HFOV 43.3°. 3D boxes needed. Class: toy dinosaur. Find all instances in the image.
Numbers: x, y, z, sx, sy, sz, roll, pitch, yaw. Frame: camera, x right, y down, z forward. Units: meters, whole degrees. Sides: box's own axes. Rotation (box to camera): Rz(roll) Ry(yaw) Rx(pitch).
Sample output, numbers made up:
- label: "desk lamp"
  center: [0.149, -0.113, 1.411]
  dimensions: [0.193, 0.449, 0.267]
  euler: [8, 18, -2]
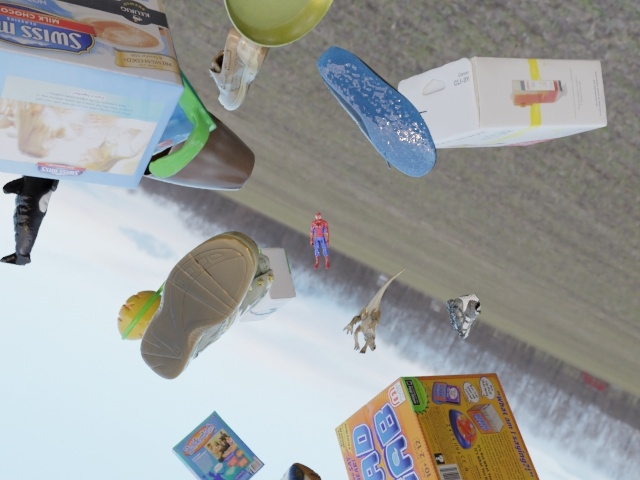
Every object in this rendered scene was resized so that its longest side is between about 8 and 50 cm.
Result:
- label: "toy dinosaur"
  center: [0.080, 0.120, 1.300]
  dimensions: [0.053, 0.183, 0.092]
  euler: [24, -139, 12]

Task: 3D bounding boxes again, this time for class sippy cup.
- label: "sippy cup"
  center: [-0.361, -0.263, 1.598]
  dimensions: [0.240, 0.224, 0.305]
  euler: [57, 179, -25]

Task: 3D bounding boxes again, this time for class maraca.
- label: "maraca"
  center: [-0.414, 0.163, 1.919]
  dimensions: [0.099, 0.185, 0.127]
  euler: [39, 142, -7]

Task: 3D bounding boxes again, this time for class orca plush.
- label: "orca plush"
  center: [-0.686, -0.088, 1.837]
  dimensions: [0.102, 0.287, 0.151]
  euler: [25, 166, -36]

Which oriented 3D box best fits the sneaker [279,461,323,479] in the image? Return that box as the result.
- label: "sneaker"
  center: [-0.055, 0.550, 1.487]
  dimensions: [0.112, 0.131, 0.296]
  euler: [38, -162, -11]

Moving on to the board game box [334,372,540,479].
- label: "board game box"
  center: [0.316, 0.606, 2.228]
  dimensions: [0.357, 0.356, 0.356]
  euler: [4, -126, -33]

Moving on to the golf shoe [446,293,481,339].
- label: "golf shoe"
  center: [0.406, 0.210, 2.226]
  dimensions: [0.077, 0.094, 0.198]
  euler: [60, 177, 29]

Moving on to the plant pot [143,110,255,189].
- label: "plant pot"
  center: [-0.282, -0.213, 1.951]
  dimensions: [0.231, 0.215, 0.215]
  euler: [22, -179, -31]

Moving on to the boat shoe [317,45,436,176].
- label: "boat shoe"
  center: [0.103, -0.216, 1.323]
  dimensions: [0.258, 0.109, 0.089]
  euler: [55, -173, 3]

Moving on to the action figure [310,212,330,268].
- label: "action figure"
  center: [0.000, 0.000, 1.587]
  dimensions: [0.038, 0.115, 0.030]
  euler: [0, -162, 13]

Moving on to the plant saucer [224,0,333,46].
- label: "plant saucer"
  center: [-0.063, -0.427, 1.270]
  dimensions: [0.037, 0.241, 0.241]
  euler: [38, -173, 36]

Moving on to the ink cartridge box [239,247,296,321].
- label: "ink cartridge box"
  center: [-0.175, 0.135, 2.402]
  dimensions: [0.093, 0.160, 0.219]
  euler: [-2, 159, -32]

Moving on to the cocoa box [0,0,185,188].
- label: "cocoa box"
  center: [-0.410, -0.245, 1.172]
  dimensions: [0.347, 0.231, 0.227]
  euler: [6, -132, -32]

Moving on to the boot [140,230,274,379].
- label: "boot"
  center: [-0.101, 0.045, 0.889]
  dimensions: [0.077, 0.213, 0.165]
  euler: [41, -145, 6]

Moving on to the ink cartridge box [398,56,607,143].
- label: "ink cartridge box"
  center: [0.410, -0.308, 1.845]
  dimensions: [0.385, 0.160, 0.279]
  euler: [-5, 179, -30]

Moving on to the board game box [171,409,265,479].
- label: "board game box"
  center: [-0.285, 0.605, 2.245]
  dimensions: [0.210, 0.160, 0.047]
  euler: [45, 152, 11]

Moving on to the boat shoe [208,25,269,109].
- label: "boat shoe"
  center: [-0.213, -0.431, 1.990]
  dimensions: [0.110, 0.121, 0.341]
  euler: [22, 159, -13]
